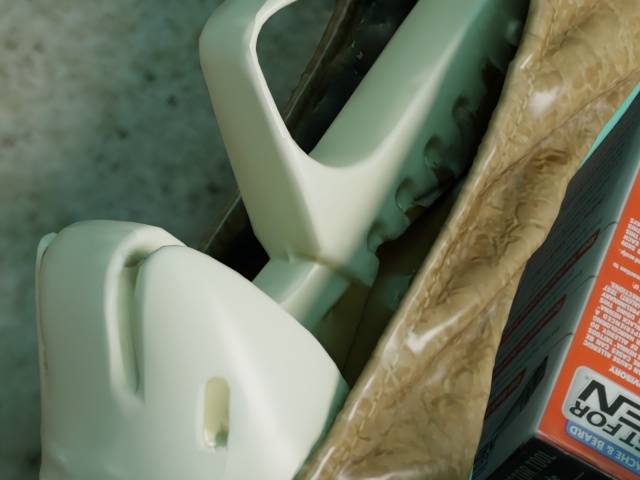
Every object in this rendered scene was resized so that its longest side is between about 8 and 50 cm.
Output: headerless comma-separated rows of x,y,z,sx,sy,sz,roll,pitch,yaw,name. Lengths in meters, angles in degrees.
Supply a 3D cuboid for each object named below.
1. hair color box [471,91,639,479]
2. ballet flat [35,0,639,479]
0.095,0.022,0.483,0.053,0.093,0.167,30,57,-1,hair color box
0.000,0.000,0.411,0.124,0.116,0.342,48,63,-38,ballet flat
